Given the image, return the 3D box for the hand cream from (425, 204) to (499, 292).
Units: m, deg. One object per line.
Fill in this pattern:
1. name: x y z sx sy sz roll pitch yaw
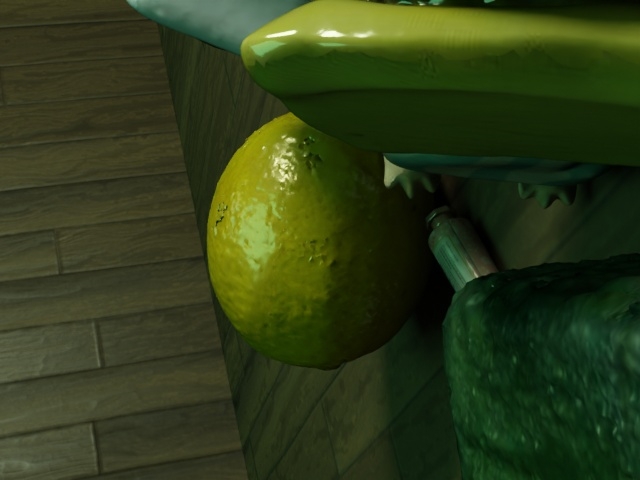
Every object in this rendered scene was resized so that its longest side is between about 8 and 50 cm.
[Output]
1. hand cream: 0.146 0.054 0.853 0.067 0.043 0.209 99 152 -51

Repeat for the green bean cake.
1. green bean cake: 0.194 0.159 0.496 0.300 0.169 0.307 -179 81 -76

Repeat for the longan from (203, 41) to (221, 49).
1. longan: -0.084 -0.336 1.099 0.258 0.258 0.258 173 90 -74

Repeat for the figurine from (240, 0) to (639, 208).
1. figurine: 0.126 -0.223 0.549 0.361 0.266 0.377 58 -139 -85

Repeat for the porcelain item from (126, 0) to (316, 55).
1. porcelain item: 0.000 -0.336 0.710 0.178 0.243 0.405 -83 16 -63

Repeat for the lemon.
1. lemon: 0.000 -0.004 0.988 0.236 0.236 0.263 -179 105 -74
